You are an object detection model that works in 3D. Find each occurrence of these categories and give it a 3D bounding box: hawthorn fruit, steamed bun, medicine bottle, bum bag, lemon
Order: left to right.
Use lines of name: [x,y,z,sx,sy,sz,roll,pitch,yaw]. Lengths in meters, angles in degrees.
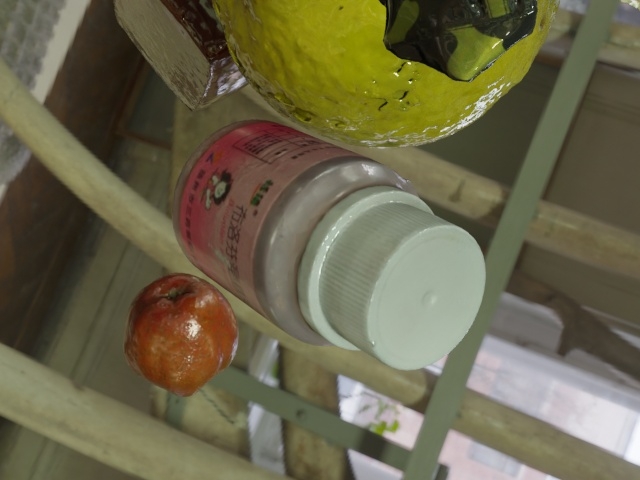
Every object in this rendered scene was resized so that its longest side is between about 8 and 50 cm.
hawthorn fruit: [-0.210,0.139,1.352,0.189,0.189,0.189,20,90,-76]
steamed bun: [-0.127,-0.341,1.217,0.248,0.235,0.379,-40,-175,-12]
medicine bottle: [0.000,0.000,0.662,0.147,0.247,0.147,-14,115,-31]
lemon: [0.077,-0.268,0.919,0.387,0.350,0.349,-14,127,-44]
bum bag: [0.074,-0.203,0.538,0.060,0.107,0.232,12,72,-48]

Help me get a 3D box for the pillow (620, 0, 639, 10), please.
pillow: [0.319,-0.206,0.743,0.135,0.211,0.034,-55,177,-34]
